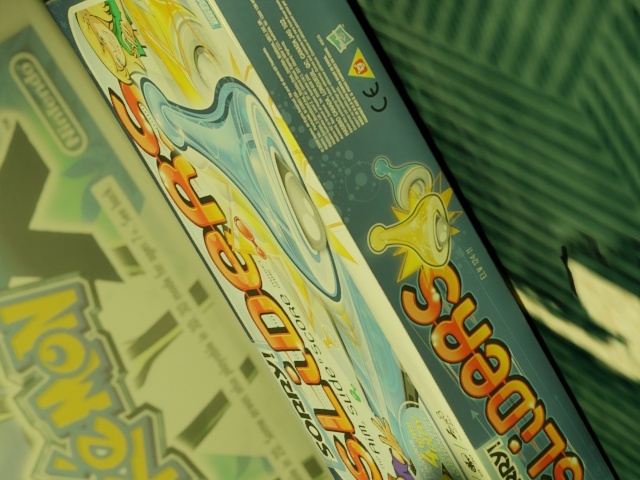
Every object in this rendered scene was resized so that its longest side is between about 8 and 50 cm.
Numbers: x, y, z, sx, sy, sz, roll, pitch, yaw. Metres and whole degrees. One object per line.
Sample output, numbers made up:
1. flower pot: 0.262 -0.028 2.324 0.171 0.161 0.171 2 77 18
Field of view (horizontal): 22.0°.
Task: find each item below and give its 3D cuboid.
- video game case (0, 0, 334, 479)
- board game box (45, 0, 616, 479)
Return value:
1. video game case: -0.163 0.092 0.637 0.329 0.300 0.036 57 175 -6
2. board game box: 0.000 0.000 0.491 0.201 0.035 0.136 59 161 -13
